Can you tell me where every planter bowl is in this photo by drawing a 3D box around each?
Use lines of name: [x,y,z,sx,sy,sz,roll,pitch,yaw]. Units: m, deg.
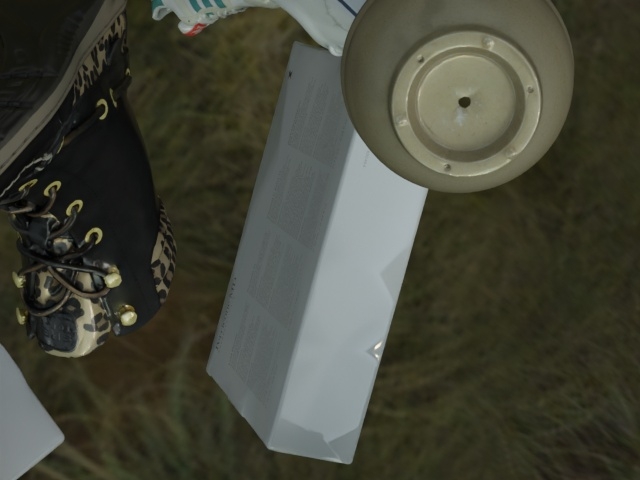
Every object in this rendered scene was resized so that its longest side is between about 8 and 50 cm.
planter bowl: [0.094,-0.101,1.089,0.162,0.109,0.162,0,107,0]

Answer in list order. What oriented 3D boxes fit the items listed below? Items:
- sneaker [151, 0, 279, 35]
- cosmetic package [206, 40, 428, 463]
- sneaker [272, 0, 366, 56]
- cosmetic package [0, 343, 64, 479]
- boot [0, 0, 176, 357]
sneaker: [-0.109,-0.246,1.710,0.161,0.057,0.075,17,96,27]
cosmetic package: [0.000,0.000,1.654,0.284,0.097,0.377,-146,70,-68]
sneaker: [0.043,-0.208,1.492,0.258,0.094,0.091,40,136,25]
cosmetic package: [-0.530,0.255,1.900,0.453,0.161,0.230,-34,94,37]
boot: [-0.224,-0.027,1.292,0.138,0.284,0.377,0,35,15]
